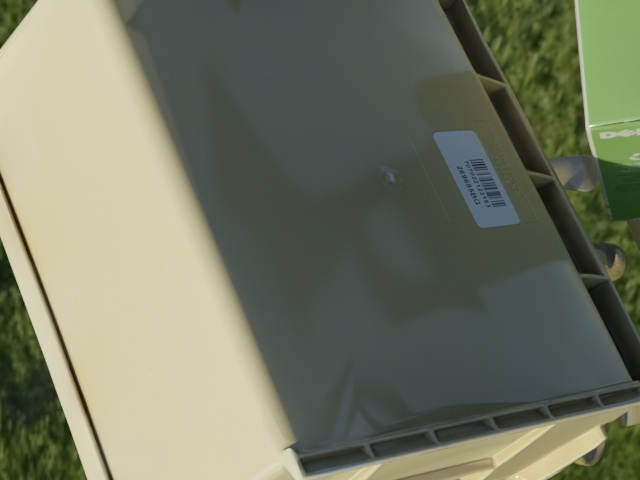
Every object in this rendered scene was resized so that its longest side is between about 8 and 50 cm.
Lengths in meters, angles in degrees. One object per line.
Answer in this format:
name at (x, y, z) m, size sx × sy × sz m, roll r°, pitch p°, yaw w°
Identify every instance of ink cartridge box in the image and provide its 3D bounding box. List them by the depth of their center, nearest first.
ink cartridge box at (0.166, -0.093, 0.769) m, size 0.062 × 0.209 × 0.109 m, roll -6°, pitch 73°, yaw 14°

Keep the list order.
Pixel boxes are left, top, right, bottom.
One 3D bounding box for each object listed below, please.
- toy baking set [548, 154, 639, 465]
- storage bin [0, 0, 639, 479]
toy baking set at (0.171, 0.026, 0.957) m, size 0.030 × 0.256 × 0.197 m, roll -3°, pitch 27°, yaw 47°
storage bin at (0.000, 0.000, 0.712) m, size 0.260 × 0.123 × 0.262 m, roll -4°, pitch 62°, yaw -43°
